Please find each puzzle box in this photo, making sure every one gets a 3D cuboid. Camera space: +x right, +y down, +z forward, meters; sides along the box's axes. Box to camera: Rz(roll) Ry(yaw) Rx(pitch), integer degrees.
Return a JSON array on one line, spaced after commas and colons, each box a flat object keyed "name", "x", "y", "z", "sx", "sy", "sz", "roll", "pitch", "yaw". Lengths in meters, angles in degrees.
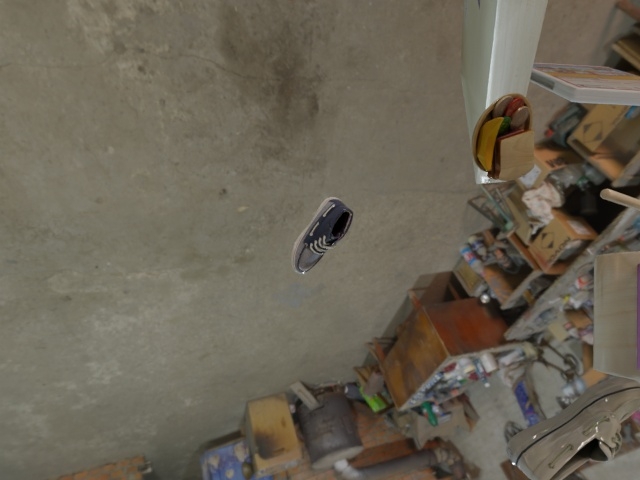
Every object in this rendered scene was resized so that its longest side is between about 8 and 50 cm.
[{"name": "puzzle box", "x": 0.238, "y": -0.304, "z": 0.556, "sx": 0.052, "sy": 0.272, "sz": 0.409, "roll": -3, "pitch": 152, "yaw": 15}]

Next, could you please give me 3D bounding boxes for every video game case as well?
[{"name": "video game case", "x": 0.512, "y": -0.298, "z": 0.761, "sx": 0.204, "sy": 0.285, "sz": 0.025, "roll": 4, "pitch": 122, "yaw": 2}]

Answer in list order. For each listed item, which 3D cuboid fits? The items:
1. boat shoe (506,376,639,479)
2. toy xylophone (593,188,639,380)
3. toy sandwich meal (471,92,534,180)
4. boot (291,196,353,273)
[{"name": "boat shoe", "x": 0.385, "y": 0.281, "z": 0.580, "sx": 0.226, "sy": 0.076, "sz": 0.083, "roll": -29, "pitch": 121, "yaw": -4}, {"name": "toy xylophone", "x": 0.393, "y": 0.061, "z": 0.446, "sx": 0.323, "sy": 0.236, "sz": 0.081, "roll": 2, "pitch": 175, "yaw": -33}, {"name": "toy sandwich meal", "x": 0.181, "y": -0.097, "z": 0.390, "sx": 0.086, "sy": 0.029, "sz": 0.085, "roll": -14, "pitch": 123, "yaw": -22}, {"name": "boot", "x": 0.000, "y": 0.000, "z": 0.867, "sx": 0.069, "sy": 0.086, "sz": 0.189, "roll": 21, "pitch": 103, "yaw": -26}]
